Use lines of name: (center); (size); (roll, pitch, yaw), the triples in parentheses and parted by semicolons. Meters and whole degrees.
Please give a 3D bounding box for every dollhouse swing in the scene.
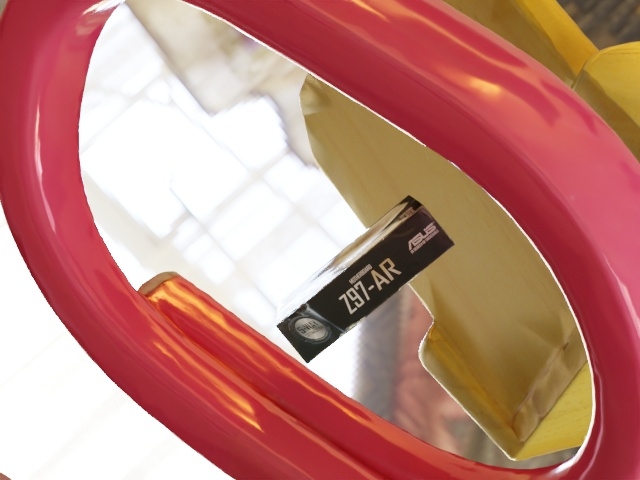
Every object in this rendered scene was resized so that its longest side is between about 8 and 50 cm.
dollhouse swing: (0.201, -0.070, 1.318); (0.347, 0.315, 0.305); (113, -40, -54)

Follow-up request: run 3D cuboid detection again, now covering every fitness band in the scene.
fitness band: (0.000, 0.000, 0.680); (0.291, 0.054, 0.209); (33, -49, 22)

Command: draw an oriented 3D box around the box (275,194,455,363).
box: (0.015, 0.013, 0.697); (0.018, 0.067, 0.083); (50, 3, -3)

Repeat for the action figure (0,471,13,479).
action figure: (-0.249, 0.142, 0.888); (0.370, 0.248, 0.276); (25, -24, 22)
